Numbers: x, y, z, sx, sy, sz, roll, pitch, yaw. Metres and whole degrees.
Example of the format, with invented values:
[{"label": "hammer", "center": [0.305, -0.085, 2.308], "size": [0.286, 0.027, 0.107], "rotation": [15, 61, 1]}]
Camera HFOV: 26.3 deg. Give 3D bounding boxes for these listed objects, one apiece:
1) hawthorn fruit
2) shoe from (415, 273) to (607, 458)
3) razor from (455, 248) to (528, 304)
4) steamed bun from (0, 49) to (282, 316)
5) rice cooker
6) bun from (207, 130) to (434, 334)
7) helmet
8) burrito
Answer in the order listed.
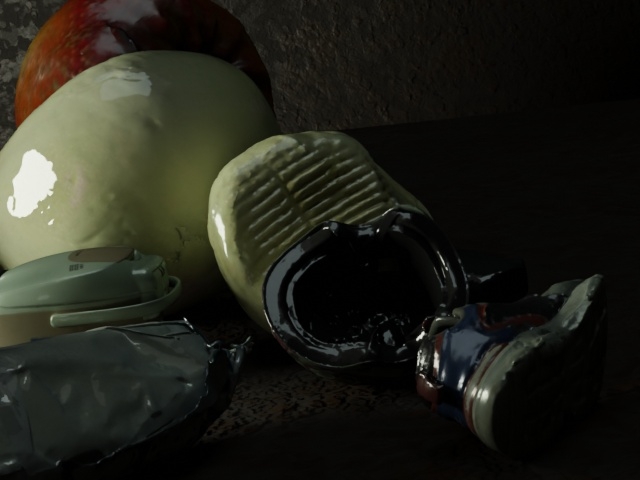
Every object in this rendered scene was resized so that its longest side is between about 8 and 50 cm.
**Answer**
[{"label": "hawthorn fruit", "center": [-0.276, -0.175, 2.058], "size": [0.402, 0.403, 0.403], "rotation": [-6, 11, 1]}, {"label": "shoe", "center": [0.142, 0.090, 1.053], "size": [0.125, 0.099, 0.227], "rotation": [4, 18, 32]}, {"label": "razor", "center": [0.143, 0.041, 1.439], "size": [0.090, 0.054, 0.148], "rotation": [-20, 16, -39]}, {"label": "steamed bun", "center": [-0.190, -0.034, 1.478], "size": [0.233, 0.334, 0.312], "rotation": [49, 33, 21]}, {"label": "rice cooker", "center": [-0.234, 0.074, 1.298], "size": [0.206, 0.127, 0.145], "rotation": [-2, 12, 4]}, {"label": "bun", "center": [0.000, 0.000, 1.347], "size": [0.229, 0.229, 0.145], "rotation": [-8, -15, -11]}, {"label": "helmet", "center": [0.043, 0.063, 1.202], "size": [0.176, 0.107, 0.153], "rotation": [-15, 56, -1]}, {"label": "burrito", "center": [-0.200, 0.133, 0.993], "size": [0.445, 0.101, 0.139], "rotation": [-11, 50, -43]}]
